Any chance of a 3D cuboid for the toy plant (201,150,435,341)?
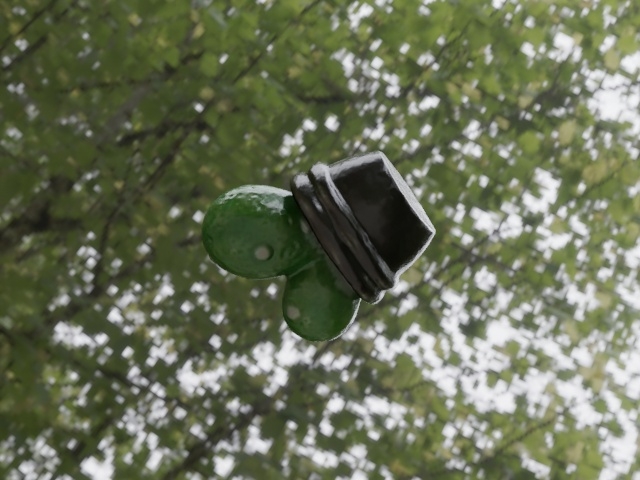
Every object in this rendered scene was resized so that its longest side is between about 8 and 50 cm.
[{"bbox_3d":[0.000,0.000,1.487,0.235,0.175,0.218,-34,-78,7],"label":"toy plant"}]
